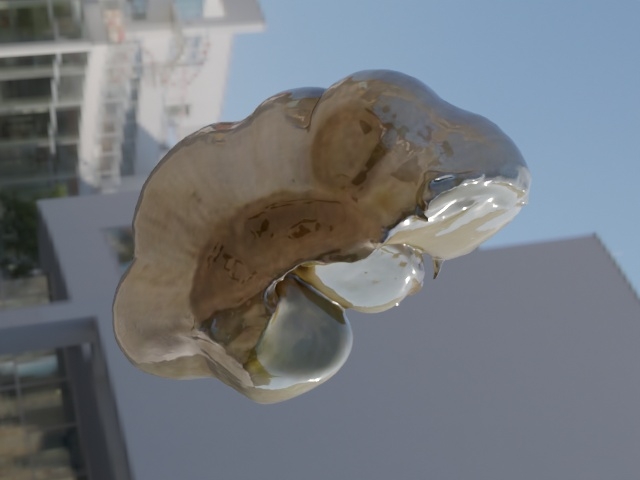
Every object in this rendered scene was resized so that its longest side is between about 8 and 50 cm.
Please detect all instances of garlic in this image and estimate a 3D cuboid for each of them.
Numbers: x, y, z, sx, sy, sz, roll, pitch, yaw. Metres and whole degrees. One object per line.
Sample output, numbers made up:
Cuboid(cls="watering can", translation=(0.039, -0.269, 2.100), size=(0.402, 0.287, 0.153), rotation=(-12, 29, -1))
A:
Cuboid(cls="garlic", translation=(-0.013, -0.008, 0.805), size=(0.185, 0.281, 0.203), rotation=(51, 10, 24))
